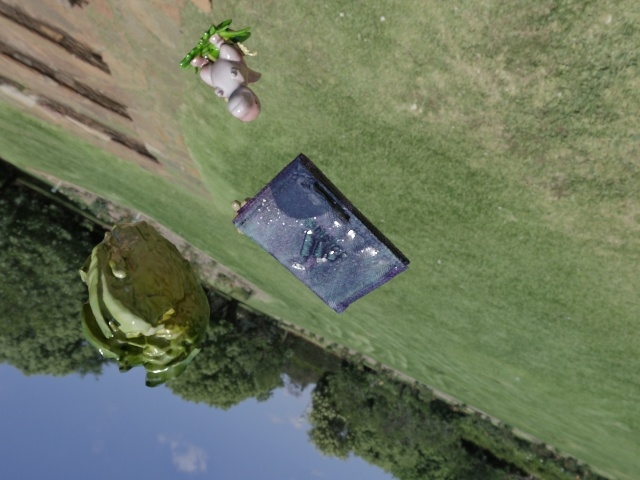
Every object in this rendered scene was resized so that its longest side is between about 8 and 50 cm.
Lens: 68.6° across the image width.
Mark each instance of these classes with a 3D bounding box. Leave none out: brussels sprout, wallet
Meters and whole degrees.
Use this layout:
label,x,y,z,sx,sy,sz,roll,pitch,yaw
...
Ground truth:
label,x,y,z,sx,sy,sz,roll,pitch,yaw
brussels sprout,-0.198,0.063,0.529,0.139,0.100,0.181,8,-143,-47
wallet,0.000,-0.001,0.495,0.166,0.030,0.111,44,121,-16

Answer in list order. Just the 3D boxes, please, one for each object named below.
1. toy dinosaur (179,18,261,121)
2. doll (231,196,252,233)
label,x,y,z,sx,sy,sz,roll,pitch,yaw
toy dinosaur,-0.161,-0.328,0.924,0.177,0.152,0.194,48,-165,-10
doll,-0.117,-0.049,0.774,0.061,0.051,0.093,25,140,-11
